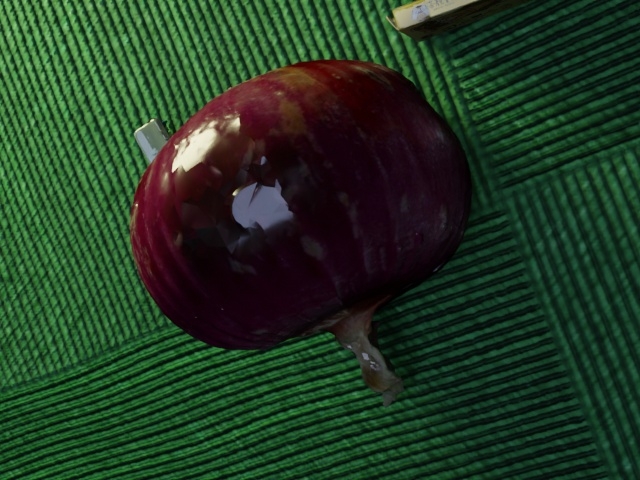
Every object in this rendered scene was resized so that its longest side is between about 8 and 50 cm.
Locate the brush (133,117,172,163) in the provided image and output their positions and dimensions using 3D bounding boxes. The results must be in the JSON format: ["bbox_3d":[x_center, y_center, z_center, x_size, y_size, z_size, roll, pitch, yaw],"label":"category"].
[{"bbox_3d":[-0.121,-0.033,0.877,0.033,0.030,0.178,-26,99,13],"label":"brush"}]

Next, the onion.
[{"bbox_3d":[-0.016,-0.026,0.736,0.272,0.230,0.256,39,107,18],"label":"onion"}]

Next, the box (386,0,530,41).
[{"bbox_3d":[0.131,-0.195,0.741,0.149,0.073,0.020,-16,90,21],"label":"box"}]
